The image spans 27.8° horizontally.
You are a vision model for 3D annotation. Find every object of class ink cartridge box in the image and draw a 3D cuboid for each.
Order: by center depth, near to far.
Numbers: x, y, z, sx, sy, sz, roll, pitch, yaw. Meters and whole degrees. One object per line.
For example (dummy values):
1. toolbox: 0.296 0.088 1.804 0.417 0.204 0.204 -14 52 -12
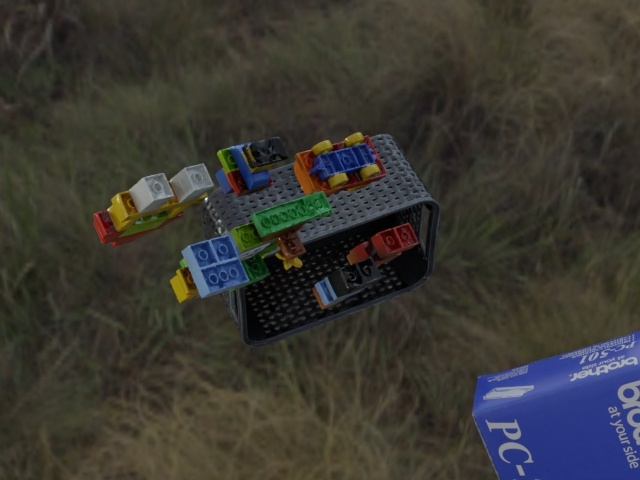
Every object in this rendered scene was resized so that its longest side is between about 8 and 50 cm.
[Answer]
1. ink cartridge box: 0.164 0.158 0.702 0.097 0.207 0.046 -19 17 18

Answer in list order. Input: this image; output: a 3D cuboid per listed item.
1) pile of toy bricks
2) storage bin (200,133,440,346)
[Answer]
1. pile of toy bricks: -0.045 0.002 0.847 0.212 0.105 0.118 -17 78 -42
2. storage bin: 0.000 0.000 1.084 0.180 0.122 0.084 -19 54 -15
